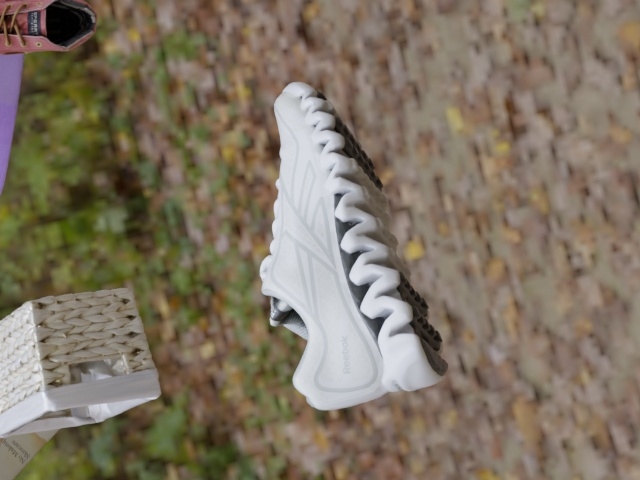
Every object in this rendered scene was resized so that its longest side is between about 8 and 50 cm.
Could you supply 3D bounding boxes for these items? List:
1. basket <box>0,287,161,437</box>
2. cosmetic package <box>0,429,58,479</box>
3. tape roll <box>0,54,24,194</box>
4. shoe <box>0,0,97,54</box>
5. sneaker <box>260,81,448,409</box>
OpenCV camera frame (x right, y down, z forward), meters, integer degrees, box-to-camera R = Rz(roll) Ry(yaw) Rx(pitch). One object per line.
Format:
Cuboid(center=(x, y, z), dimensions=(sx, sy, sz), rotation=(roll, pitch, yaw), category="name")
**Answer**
Cuboid(center=(-0.229, 0.110, 1.670), dimensions=(0.167, 0.113, 0.103), rotation=(-27, 72, 61), category="basket")
Cuboid(center=(-0.330, 0.211, 1.954), dimensions=(0.060, 0.115, 0.041), rotation=(45, 166, -16), category="cosmetic package")
Cuboid(center=(-0.411, -0.193, 2.224), dimensions=(0.275, 0.090, 0.275), rotation=(-172, 90, -77), category="tape roll")
Cuboid(center=(-0.296, -0.206, 1.741), dimensions=(0.081, 0.178, 0.064), rotation=(-1, 95, 41), category="shoe")
Cuboid(center=(0.000, 0.000, 1.441), dimensions=(0.110, 0.118, 0.292), rotation=(48, -160, -54), category="sneaker")
